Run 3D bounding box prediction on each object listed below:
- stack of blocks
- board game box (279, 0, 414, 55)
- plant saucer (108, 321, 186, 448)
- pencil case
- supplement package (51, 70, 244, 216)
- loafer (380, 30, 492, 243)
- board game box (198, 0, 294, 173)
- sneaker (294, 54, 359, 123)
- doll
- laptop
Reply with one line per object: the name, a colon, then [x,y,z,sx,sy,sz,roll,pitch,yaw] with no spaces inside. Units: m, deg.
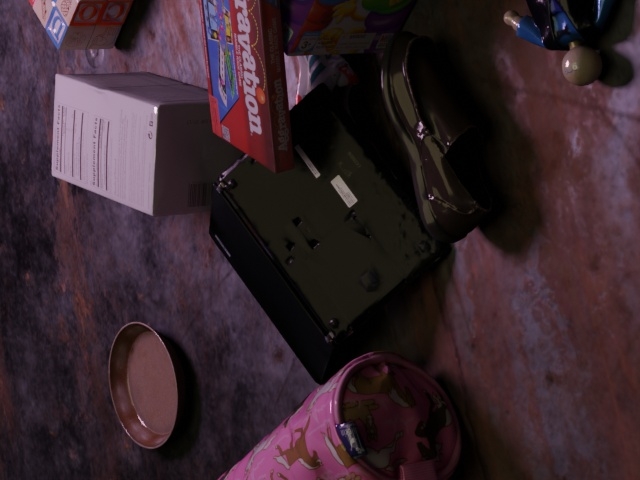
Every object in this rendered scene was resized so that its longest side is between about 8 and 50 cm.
stack of blocks: [-0.343,-0.413,2.194,0.297,0.087,0.171,57,135,29]
board game box: [0.038,-0.338,1.678,0.144,0.142,0.275,55,134,30]
plant saucer: [-0.225,0.189,2.190,0.168,0.029,0.168,13,106,50]
pencil case: [-0.007,0.274,1.829,0.160,0.167,0.386,42,136,-3]
supplement package: [-0.211,-0.123,2.033,0.244,0.139,0.134,21,111,50]
loafer: [0.128,-0.111,1.666,0.078,0.080,0.220,-20,85,41]
board game box: [-0.083,-0.222,1.726,0.145,0.027,0.281,33,135,51]
sneaker: [0.011,-0.196,1.814,0.075,0.057,0.161,6,103,40]
doll: [0.217,-0.232,1.545,0.129,0.046,0.189,-25,82,41]
laptop: [0.000,0.000,1.848,0.264,0.136,0.234,-42,75,19]
